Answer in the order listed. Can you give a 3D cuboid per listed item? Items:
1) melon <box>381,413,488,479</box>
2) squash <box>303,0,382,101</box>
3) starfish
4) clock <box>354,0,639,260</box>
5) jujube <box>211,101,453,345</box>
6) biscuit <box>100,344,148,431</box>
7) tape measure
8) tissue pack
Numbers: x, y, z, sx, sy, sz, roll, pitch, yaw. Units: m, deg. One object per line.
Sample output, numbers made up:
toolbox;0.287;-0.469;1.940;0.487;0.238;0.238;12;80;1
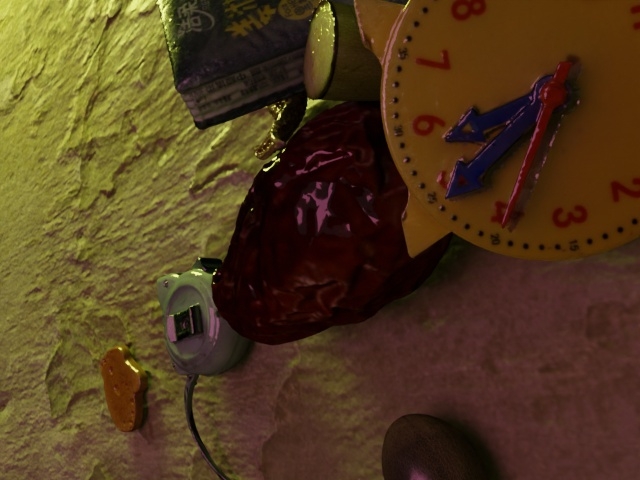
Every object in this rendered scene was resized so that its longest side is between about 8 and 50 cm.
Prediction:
melon;0.114;0.235;0.850;0.098;0.098;0.130;-53;52;33
squash;0.101;-0.176;0.792;0.094;0.224;0.094;179;90;-77
starfish;-0.041;-0.158;1.000;0.238;0.057;0.213;-95;24;-48
clock;0.182;-0.117;0.684;0.294;0.071;0.277;-17;97;12
jujube;0.000;0.000;0.907;0.342;0.216;0.216;-39;63;46
biscuit;-0.310;0.235;1.351;0.118;0.023;0.140;-27;70;43
tape measure;-0.146;0.189;1.134;0.164;0.084;0.330;-30;68;47
tissue pack;-0.038;-0.241;0.890;0.257;0.081;0.185;-20;50;4
